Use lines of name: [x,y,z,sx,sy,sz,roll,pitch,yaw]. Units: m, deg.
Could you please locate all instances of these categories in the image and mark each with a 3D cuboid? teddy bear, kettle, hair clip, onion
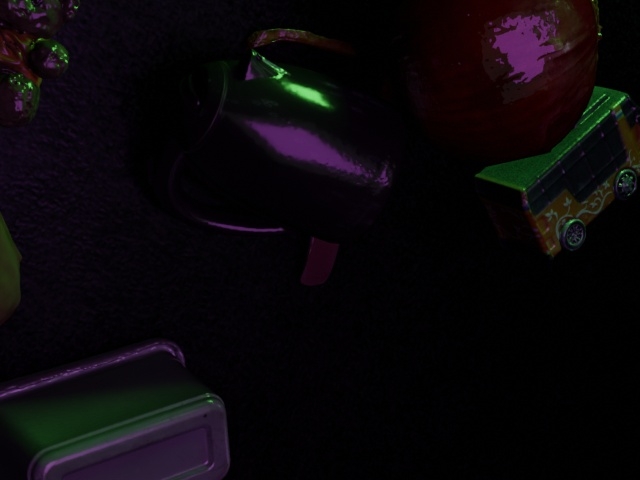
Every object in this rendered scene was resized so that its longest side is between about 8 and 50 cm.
teddy bear: [-0.359,-0.233,1.443,0.190,0.177,0.140,-64,173,-2]
kettle: [-0.079,-0.109,1.650,0.290,0.207,0.268,18,120,-32]
hair clip: [0.001,0.001,1.832,0.054,0.022,0.137,2,102,-39]
onion: [0.232,-0.253,1.717,0.341,0.341,0.341,-11,110,-33]

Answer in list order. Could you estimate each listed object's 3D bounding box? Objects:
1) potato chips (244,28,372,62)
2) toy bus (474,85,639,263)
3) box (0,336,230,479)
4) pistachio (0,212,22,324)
potato chips: [-0.012,-0.269,1.740,0.204,0.026,0.037,1,106,-37]
toy bus: [0.391,-0.113,2.006,0.275,0.138,0.167,-40,121,-17]
box: [-0.271,0.260,1.615,0.312,0.182,0.175,-15,112,-31]
pistachio: [-0.453,0.030,1.440,0.213,0.163,0.260,-24,132,-5]
